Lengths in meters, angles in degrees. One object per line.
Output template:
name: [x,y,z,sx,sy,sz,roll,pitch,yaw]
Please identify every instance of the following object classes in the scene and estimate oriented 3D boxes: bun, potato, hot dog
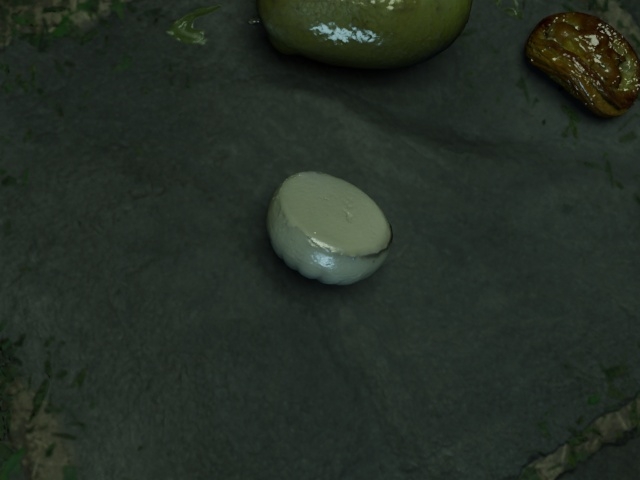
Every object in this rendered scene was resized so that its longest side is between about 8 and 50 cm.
bun: [0.000,0.000,1.365,0.138,0.094,0.138,21,35,-15]
potato: [0.041,-0.271,1.421,0.251,0.159,0.174,-12,53,-6]
hot dog: [0.308,-0.205,1.504,0.147,0.065,0.099,40,61,4]
